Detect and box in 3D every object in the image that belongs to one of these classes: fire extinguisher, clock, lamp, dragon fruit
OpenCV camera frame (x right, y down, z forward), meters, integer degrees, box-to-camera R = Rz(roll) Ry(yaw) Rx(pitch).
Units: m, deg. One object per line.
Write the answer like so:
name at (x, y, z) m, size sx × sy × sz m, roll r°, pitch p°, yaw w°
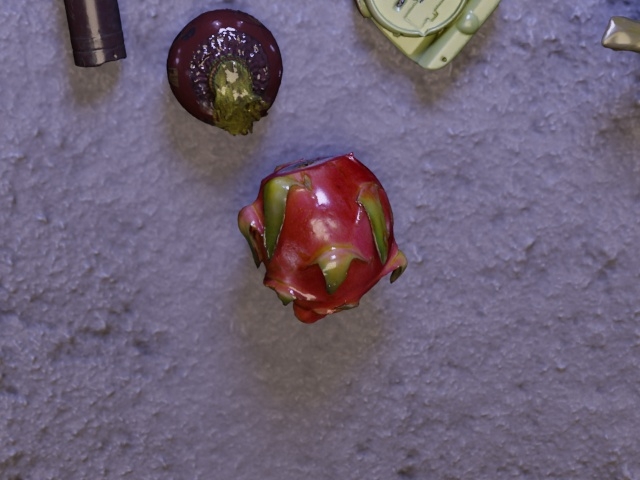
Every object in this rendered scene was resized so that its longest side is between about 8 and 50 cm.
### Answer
fire extinguisher at (-0.297, -0.364, 1.449) m, size 0.089 × 0.072 × 0.267 m, roll -5°, pitch 110°, yaw 4°
clock at (0.118, -0.350, 1.484) m, size 0.232 × 0.069 × 0.170 m, roll 35°, pitch 104°, yaw -15°
lamp at (-0.125, -0.224, 1.478) m, size 0.157 × 0.135 × 0.156 m, roll 27°, pitch 106°, yaw -11°
dragon fruit at (0.000, -0.005, 1.529) m, size 0.224 × 0.224 × 0.227 m, roll -15°, pitch 91°, yaw 2°

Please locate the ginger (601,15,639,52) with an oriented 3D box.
ginger at (0.533, -0.374, 1.435) m, size 0.413 × 0.211 × 0.358 m, roll -49°, pitch 117°, yaw -25°
